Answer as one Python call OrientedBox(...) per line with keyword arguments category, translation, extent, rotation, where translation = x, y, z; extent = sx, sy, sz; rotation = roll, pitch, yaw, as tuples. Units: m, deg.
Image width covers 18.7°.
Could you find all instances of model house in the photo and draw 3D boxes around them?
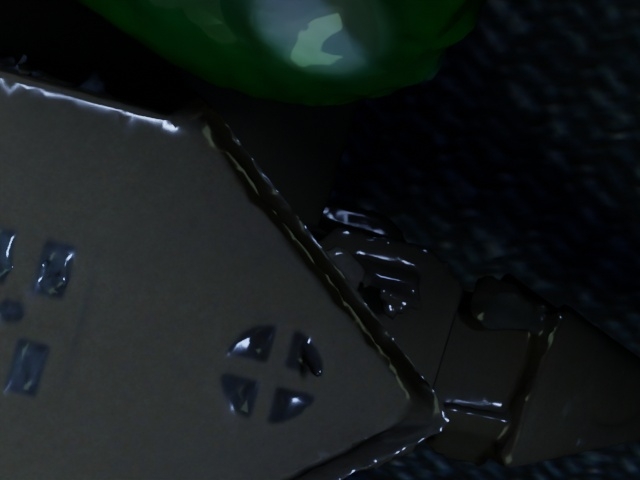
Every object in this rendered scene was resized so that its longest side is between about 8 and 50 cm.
OrientedBox(category="model house", translation=(0.000, 0.000, 0.535), extent=(0.248, 0.176, 0.181), rotation=(16, -173, -17))

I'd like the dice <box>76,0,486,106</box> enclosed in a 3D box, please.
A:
OrientedBox(category="dice", translation=(0.002, -0.113, 0.406), extent=(0.128, 0.120, 0.131), rotation=(34, 142, -4))
